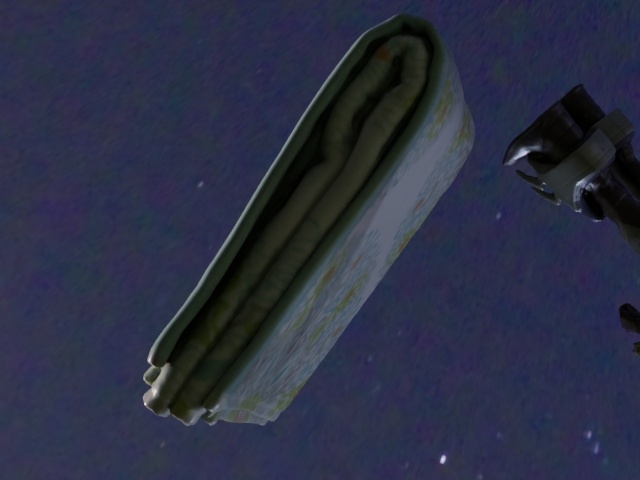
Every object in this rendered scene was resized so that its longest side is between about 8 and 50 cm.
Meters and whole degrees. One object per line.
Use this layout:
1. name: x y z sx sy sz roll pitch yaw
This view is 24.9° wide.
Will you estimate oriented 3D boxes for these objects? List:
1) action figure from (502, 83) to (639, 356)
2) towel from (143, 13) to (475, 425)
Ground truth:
1. action figure: 0.278 -0.001 1.121 0.285 0.185 0.099 44 -41 13
2. towel: 0.000 0.000 1.265 0.090 0.320 0.374 36 -91 11
